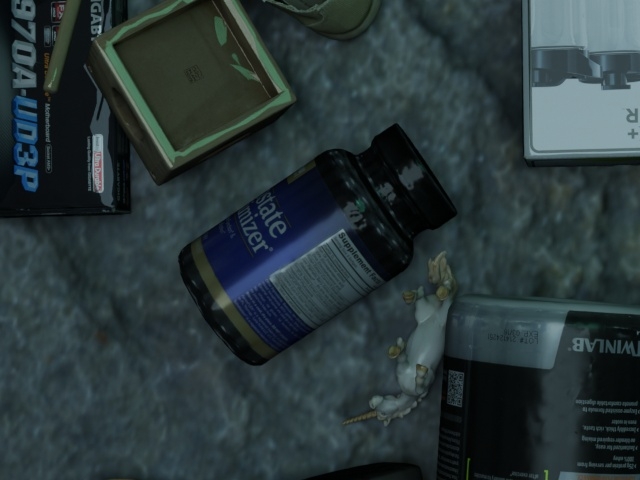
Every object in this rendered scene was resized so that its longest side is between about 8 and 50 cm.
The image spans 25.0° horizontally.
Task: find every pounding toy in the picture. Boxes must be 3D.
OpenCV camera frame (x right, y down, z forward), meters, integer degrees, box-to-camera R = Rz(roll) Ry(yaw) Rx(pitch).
[{"bbox_3d":[-0.156,-0.156,1.232,0.181,0.094,0.206,-31,91,-16],"label":"pounding toy"}]

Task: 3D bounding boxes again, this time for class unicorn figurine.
[{"bbox_3d":[0.081,0.096,1.224,0.060,0.111,0.162,34,80,18],"label":"unicorn figurine"}]

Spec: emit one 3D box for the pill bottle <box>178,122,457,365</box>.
[{"bbox_3d":[0.000,0.000,1.220,0.219,0.123,0.123,-34,84,7],"label":"pill bottle"}]

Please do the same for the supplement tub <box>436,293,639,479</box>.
[{"bbox_3d":[0.187,0.204,1.149,0.194,0.193,0.316,4,90,10],"label":"supplement tub"}]

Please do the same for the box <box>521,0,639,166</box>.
[{"bbox_3d":[0.251,-0.207,1.199,0.169,0.087,0.290,0,89,10],"label":"box"}]

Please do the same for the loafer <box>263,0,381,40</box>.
[{"bbox_3d":[-0.068,-0.269,1.251,0.268,0.092,0.102,29,94,9],"label":"loafer"}]

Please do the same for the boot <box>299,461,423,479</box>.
[{"bbox_3d":[-0.058,0.363,1.188,0.377,0.138,0.284,-16,89,-15],"label":"boot"}]

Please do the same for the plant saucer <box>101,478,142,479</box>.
[{"bbox_3d":[-0.172,0.310,1.286,0.200,0.037,0.200,0,88,10],"label":"plant saucer"}]

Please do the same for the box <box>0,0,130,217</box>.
[{"bbox_3d":[-0.263,-0.130,1.302,0.175,0.051,0.220,-1,88,9],"label":"box"}]
